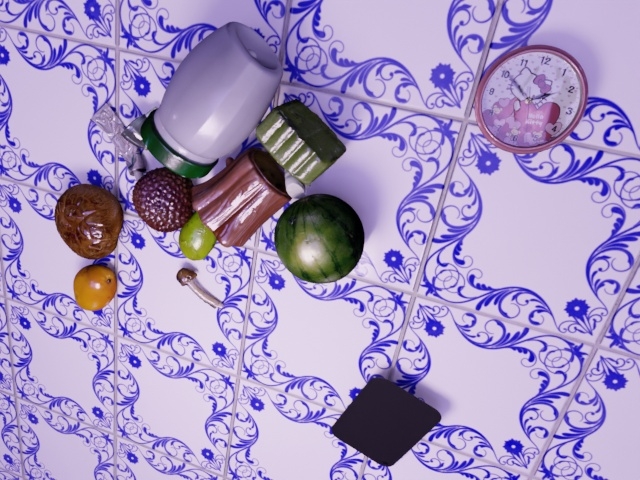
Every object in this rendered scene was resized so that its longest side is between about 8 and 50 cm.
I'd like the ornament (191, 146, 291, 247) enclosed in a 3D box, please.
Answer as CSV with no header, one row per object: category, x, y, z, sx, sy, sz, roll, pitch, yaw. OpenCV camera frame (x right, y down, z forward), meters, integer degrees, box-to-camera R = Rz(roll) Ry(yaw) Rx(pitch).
ornament,-0.201,-0.120,1.226,0.217,0.221,0.235,-36,51,20

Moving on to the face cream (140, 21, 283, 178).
face cream,-0.268,-0.345,1.104,0.219,0.312,0.357,32,122,-32

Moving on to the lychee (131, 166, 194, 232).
lychee,-0.454,-0.114,1.294,0.188,0.188,0.188,5,110,14

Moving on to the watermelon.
watermelon,-0.002,-0.004,1.182,0.242,0.242,0.242,5,110,14

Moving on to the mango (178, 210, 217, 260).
mango,-0.374,-0.021,1.355,0.119,0.100,0.178,27,106,8

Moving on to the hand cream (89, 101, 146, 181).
hand cream,-0.605,-0.289,1.354,0.084,0.050,0.257,-31,92,21

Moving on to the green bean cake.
green bean cake,-0.048,-0.253,1.119,0.200,0.214,0.113,45,118,-3

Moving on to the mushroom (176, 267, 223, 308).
mushroom,-0.395,0.159,1.456,0.060,0.061,0.187,-32,110,37

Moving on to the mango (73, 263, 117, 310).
mango,-0.790,0.171,1.539,0.145,0.112,0.219,42,126,-2

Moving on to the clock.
clock,0.485,-0.323,1.028,0.244,0.056,0.244,6,110,16

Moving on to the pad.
pad,0.180,0.563,1.447,0.315,0.063,0.375,31,124,3

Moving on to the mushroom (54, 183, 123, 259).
mushroom,-0.745,-0.060,1.423,0.253,0.153,0.253,6,105,23

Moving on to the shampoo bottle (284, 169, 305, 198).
shampoo bottle,-0.071,-0.190,1.199,0.045,0.152,0.077,-17,146,14

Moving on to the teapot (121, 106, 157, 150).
teapot,-0.510,-0.318,1.296,0.124,0.092,0.091,-29,116,29
